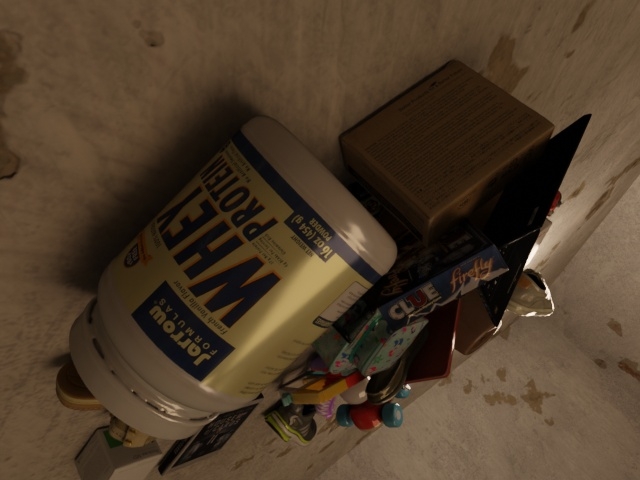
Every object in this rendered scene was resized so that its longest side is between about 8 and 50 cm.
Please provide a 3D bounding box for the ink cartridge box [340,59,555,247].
[{"bbox_3d":[0.181,-0.134,0.677,0.235,0.193,0.088,-36,151,-10],"label":"ink cartridge box"}]

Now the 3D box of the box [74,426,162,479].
[{"bbox_3d":[-0.372,0.402,0.841,0.102,0.087,0.101,-52,150,18],"label":"box"}]

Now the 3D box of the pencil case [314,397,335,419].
[{"bbox_3d":[0.023,0.469,1.406,0.086,0.088,0.206,-27,149,-28],"label":"pencil case"}]

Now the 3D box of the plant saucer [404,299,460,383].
[{"bbox_3d":[0.268,0.285,1.243,0.259,0.048,0.258,-28,-153,43],"label":"plant saucer"}]

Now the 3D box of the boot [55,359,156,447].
[{"bbox_3d":[-0.304,0.254,0.724,0.203,0.095,0.262,-53,153,22],"label":"boot"}]

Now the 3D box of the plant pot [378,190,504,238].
[{"bbox_3d":[0.242,-0.012,0.914,0.255,0.237,0.237,-1,133,-32],"label":"plant pot"}]

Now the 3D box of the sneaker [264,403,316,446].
[{"bbox_3d":[-0.058,0.548,1.400,0.121,0.111,0.300,-43,153,-6],"label":"sneaker"}]

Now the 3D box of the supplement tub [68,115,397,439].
[{"bbox_3d":[-0.099,0.044,0.539,0.325,0.235,0.235,-45,151,4],"label":"supplement tub"}]

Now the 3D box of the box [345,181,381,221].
[{"bbox_3d":[0.000,0.000,0.793,0.233,0.044,0.159,-29,148,-21],"label":"box"}]

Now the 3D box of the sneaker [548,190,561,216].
[{"bbox_3d":[0.535,-0.056,1.278,0.135,0.097,0.276,32,103,-14],"label":"sneaker"}]

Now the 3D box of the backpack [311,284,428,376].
[{"bbox_3d":[0.108,0.204,1.068,0.225,0.191,0.253,3,134,-53],"label":"backpack"}]

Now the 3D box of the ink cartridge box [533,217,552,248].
[{"bbox_3d":[0.609,0.030,1.491,0.198,0.114,0.272,-35,151,-12],"label":"ink cartridge box"}]

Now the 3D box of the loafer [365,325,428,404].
[{"bbox_3d":[0.182,0.301,1.177,0.087,0.094,0.251,45,65,-22],"label":"loafer"}]

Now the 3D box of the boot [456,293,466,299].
[{"bbox_3d":[0.363,0.060,1.226,0.338,0.118,0.222,-37,171,-24],"label":"boot"}]

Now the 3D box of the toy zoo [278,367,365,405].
[{"bbox_3d":[0.020,0.374,1.225,0.293,0.030,0.192,-17,179,-38],"label":"toy zoo"}]

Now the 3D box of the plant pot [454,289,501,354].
[{"bbox_3d":[0.414,0.216,1.393,0.263,0.229,0.263,-29,147,-21],"label":"plant pot"}]

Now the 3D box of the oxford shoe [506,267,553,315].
[{"bbox_3d":[0.675,0.157,1.478,0.449,0.169,0.130,9,106,-54],"label":"oxford shoe"}]

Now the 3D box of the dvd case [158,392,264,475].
[{"bbox_3d":[-0.265,0.469,1.121,0.238,0.029,0.179,-52,150,19],"label":"dvd case"}]

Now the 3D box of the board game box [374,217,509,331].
[{"bbox_3d":[0.158,0.027,0.681,0.165,0.042,0.243,-31,-168,11],"label":"board game box"}]

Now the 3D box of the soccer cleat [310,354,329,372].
[{"bbox_3d":[0.080,0.288,1.260,0.248,0.095,0.083,-16,-179,-17],"label":"soccer cleat"}]

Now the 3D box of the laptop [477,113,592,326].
[{"bbox_3d":[0.341,-0.018,0.717,0.234,0.137,0.264,-53,128,-25],"label":"laptop"}]

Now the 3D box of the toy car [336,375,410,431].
[{"bbox_3d":[0.134,0.473,1.489,0.238,0.219,0.210,57,39,-24],"label":"toy car"}]

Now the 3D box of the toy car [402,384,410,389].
[{"bbox_3d":[0.208,0.379,1.403,0.149,0.188,0.155,-46,151,7],"label":"toy car"}]
